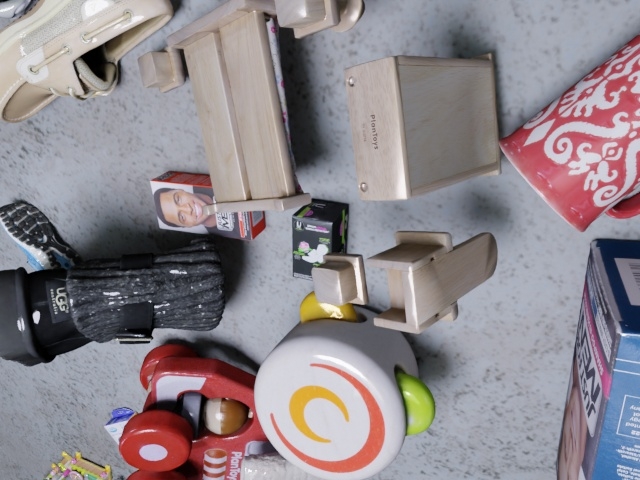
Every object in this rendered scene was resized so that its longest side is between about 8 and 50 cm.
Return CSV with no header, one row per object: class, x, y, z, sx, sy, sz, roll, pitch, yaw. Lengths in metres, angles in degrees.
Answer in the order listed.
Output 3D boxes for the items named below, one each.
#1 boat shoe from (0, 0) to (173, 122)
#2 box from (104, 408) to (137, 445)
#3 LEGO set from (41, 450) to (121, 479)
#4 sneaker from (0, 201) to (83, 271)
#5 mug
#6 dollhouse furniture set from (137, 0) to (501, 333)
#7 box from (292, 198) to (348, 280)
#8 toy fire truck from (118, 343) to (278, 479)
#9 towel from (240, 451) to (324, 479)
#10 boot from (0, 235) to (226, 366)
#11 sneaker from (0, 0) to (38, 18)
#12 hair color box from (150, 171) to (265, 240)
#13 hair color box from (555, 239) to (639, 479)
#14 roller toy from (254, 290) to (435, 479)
boat shoe,-0.296,-0.215,0.571,0.303,0.109,0.098,-28,101,25
box,-0.368,0.393,0.954,0.081,0.028,0.136,-23,107,30
LEGO set,-0.570,0.557,1.070,0.287,0.107,0.132,-6,113,24
sneaker,-0.463,0.013,0.778,0.073,0.063,0.162,-29,102,34
mug,0.268,-0.101,0.418,0.169,0.150,0.113,-45,57,29
dollhouse furniture set,-0.011,-0.089,0.526,0.356,0.174,0.302,2,105,44
box,0.000,0.000,0.584,0.052,0.062,0.083,11,119,18
toy fire truck,-0.170,0.307,0.771,0.254,0.169,0.301,6,120,-11
towel,-0.040,0.437,0.786,0.187,0.049,0.282,-1,120,-16
boot,-0.285,0.088,0.680,0.348,0.260,0.131,-14,87,64
sneaker,-0.321,-0.342,0.498,0.091,0.115,0.232,4,128,-15
hair color box,-0.147,-0.047,0.630,0.141,0.043,0.071,7,118,19
hair color box,0.316,0.192,0.488,0.105,0.174,0.346,4,116,21
roller toy,0.024,0.185,0.620,0.209,0.146,0.191,39,114,6
